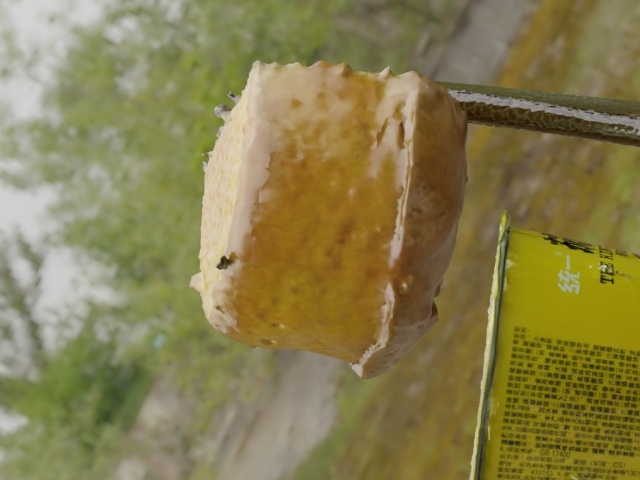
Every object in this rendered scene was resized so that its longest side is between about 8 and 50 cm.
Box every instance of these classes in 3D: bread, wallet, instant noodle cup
[{"bbox_3d":[0.000,0.000,1.485,0.340,0.194,0.179,126,155,-72],"label":"bread"},{"bbox_3d":[0.175,-0.107,1.640,0.133,0.243,0.039,-15,-67,-64],"label":"wallet"},{"bbox_3d":[0.147,0.083,0.942,0.182,0.144,0.182,7,-90,-85],"label":"instant noodle cup"}]
